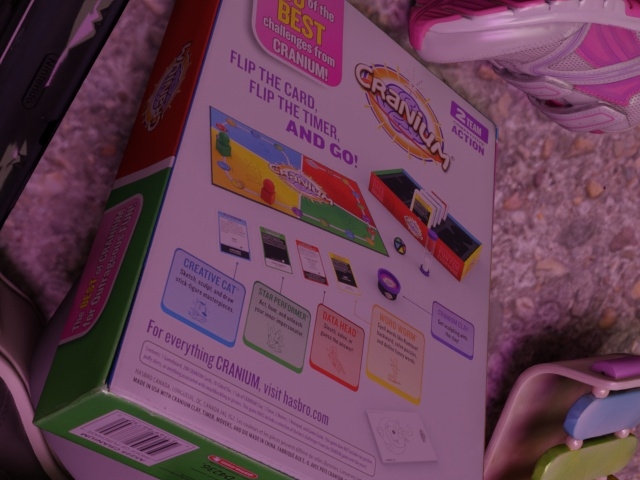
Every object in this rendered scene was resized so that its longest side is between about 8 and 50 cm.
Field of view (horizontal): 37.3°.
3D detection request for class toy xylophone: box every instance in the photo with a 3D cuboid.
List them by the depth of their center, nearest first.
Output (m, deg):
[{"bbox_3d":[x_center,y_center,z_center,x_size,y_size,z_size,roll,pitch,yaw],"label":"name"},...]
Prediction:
[{"bbox_3d":[0.172,0.228,0.806,0.236,0.081,0.323,-9,122,-38],"label":"toy xylophone"}]

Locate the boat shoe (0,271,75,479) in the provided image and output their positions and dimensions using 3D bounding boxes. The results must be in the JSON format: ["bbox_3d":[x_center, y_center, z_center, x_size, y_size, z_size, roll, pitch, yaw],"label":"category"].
[{"bbox_3d":[-0.226,0.070,0.566,0.095,0.112,0.335,-13,144,-5],"label":"boat shoe"}]

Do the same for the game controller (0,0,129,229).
[{"bbox_3d":[-0.216,-0.127,0.549,0.166,0.067,0.319,30,102,-14],"label":"game controller"}]

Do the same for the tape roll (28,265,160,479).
[{"bbox_3d":[-0.069,0.095,0.603,0.219,0.219,0.072,27,115,-28],"label":"tape roll"}]

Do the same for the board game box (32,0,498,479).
[{"bbox_3d":[0.000,0.000,0.547,0.242,0.317,0.064,33,139,-29],"label":"board game box"}]

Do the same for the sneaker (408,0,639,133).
[{"bbox_3d":[0.179,-0.125,0.657,0.252,0.103,0.111,-1,117,-15],"label":"sneaker"}]
